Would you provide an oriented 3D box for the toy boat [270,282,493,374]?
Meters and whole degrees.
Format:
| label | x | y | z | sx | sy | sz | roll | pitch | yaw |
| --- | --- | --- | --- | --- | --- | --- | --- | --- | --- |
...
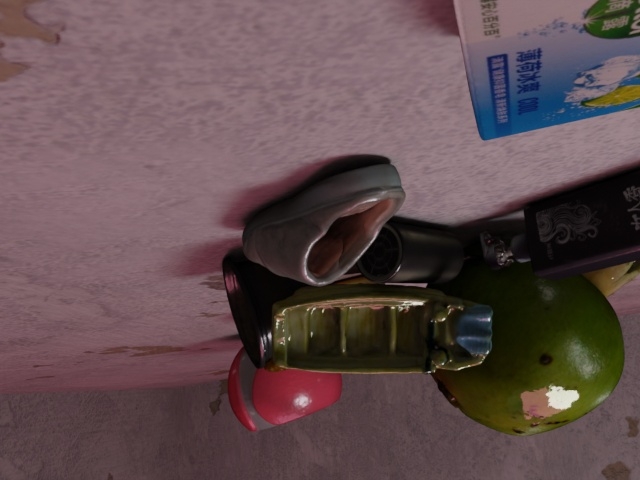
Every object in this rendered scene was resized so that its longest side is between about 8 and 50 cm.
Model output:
| label | x | y | z | sx | sy | sz | roll | pitch | yaw |
| --- | --- | --- | --- | --- | --- | --- | --- | --- | --- |
| toy boat | 0.074 | 0.111 | 0.949 | 0.276 | 0.111 | 0.084 | 0 | -170 | -7 |

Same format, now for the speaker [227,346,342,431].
| label | x | y | z | sx | sy | sz | roll | pitch | yaw |
| --- | --- | --- | --- | --- | --- | --- | --- | --- | --- |
| speaker | -0.086 | 0.362 | 1.902 | 0.294 | 0.294 | 0.294 | -7 | 167 | -2 |

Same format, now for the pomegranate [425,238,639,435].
| label | x | y | z | sx | sy | sz | roll | pitch | yaw |
| --- | --- | --- | --- | --- | --- | --- | --- | --- | --- |
| pomegranate | 0.297 | 0.091 | 1.074 | 0.358 | 0.310 | 0.216 | -43 | 122 | 0 |

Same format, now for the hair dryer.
| label | x | y | z | sx | sy | sz | roll | pitch | yaw |
| --- | --- | --- | --- | --- | --- | --- | --- | --- | --- |
| hair dryer | 0.071 | 0.027 | 1.039 | 0.248 | 0.077 | 0.196 | -6 | 172 | 41 |

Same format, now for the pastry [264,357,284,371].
| label | x | y | z | sx | sy | sz | roll | pitch | yaw |
| --- | --- | --- | --- | --- | --- | --- | --- | --- | --- |
| pastry | -0.015 | 0.179 | 1.509 | 0.235 | 0.132 | 0.240 | -18 | 173 | 5 |

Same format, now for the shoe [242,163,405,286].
| label | x | y | z | sx | sy | sz | roll | pitch | yaw |
| --- | --- | --- | --- | --- | --- | --- | --- | --- | --- |
| shoe | 0.000 | 0.000 | 0.777 | 0.103 | 0.100 | 0.251 | -1 | 163 | -30 |

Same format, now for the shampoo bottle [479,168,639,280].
| label | x | y | z | sx | sy | sz | roll | pitch | yaw |
| --- | --- | --- | --- | --- | --- | --- | --- | --- | --- |
| shampoo bottle | 0.333 | -0.016 | 0.895 | 0.071 | 0.098 | 0.310 | 5 | 161 | -43 |

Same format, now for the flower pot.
| label | x | y | z | sx | sy | sz | roll | pitch | yaw |
| --- | --- | --- | --- | --- | --- | --- | --- | --- | --- |
| flower pot | -0.061 | 0.087 | 1.025 | 0.107 | 0.157 | 0.157 | -15 | 169 | -16 |

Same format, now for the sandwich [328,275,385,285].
| label | x | y | z | sx | sy | sz | roll | pitch | yaw |
| --- | --- | --- | --- | --- | --- | --- | --- | --- | --- |
| sandwich | 0.023 | 0.133 | 1.311 | 0.144 | 0.117 | 0.187 | -6 | 168 | -22 |

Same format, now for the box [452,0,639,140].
| label | x | y | z | sx | sy | sz | roll | pitch | yaw |
| --- | --- | --- | --- | --- | --- | --- | --- | --- | --- |
| box | 0.137 | -0.125 | 0.373 | 0.139 | 0.073 | 0.194 | -11 | 166 | 14 |
